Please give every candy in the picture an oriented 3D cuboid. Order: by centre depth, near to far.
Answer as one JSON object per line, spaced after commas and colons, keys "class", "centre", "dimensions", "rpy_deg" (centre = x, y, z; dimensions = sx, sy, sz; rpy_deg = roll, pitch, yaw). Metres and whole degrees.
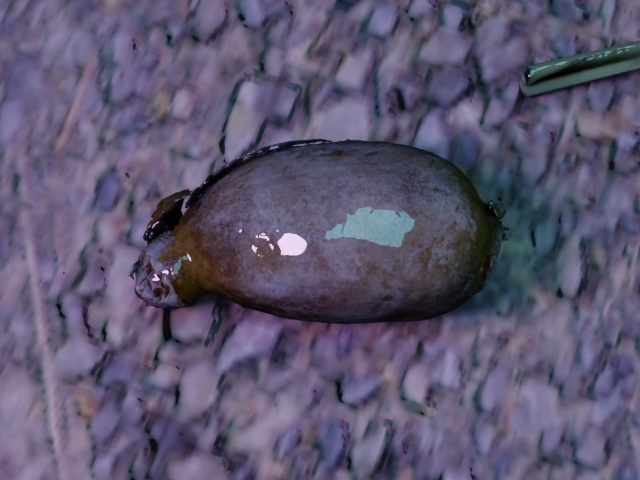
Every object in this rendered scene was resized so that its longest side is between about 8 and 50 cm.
{"class": "candy", "centre": [0.221, -0.105, 0.958], "dimensions": [0.262, 0.073, 0.077], "rpy_deg": [-14, 51, -7]}

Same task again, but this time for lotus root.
{"class": "lotus root", "centre": [0.000, -0.003, 0.863], "dimensions": [0.165, 0.088, 0.088], "rpy_deg": [-1, 67, 1]}
